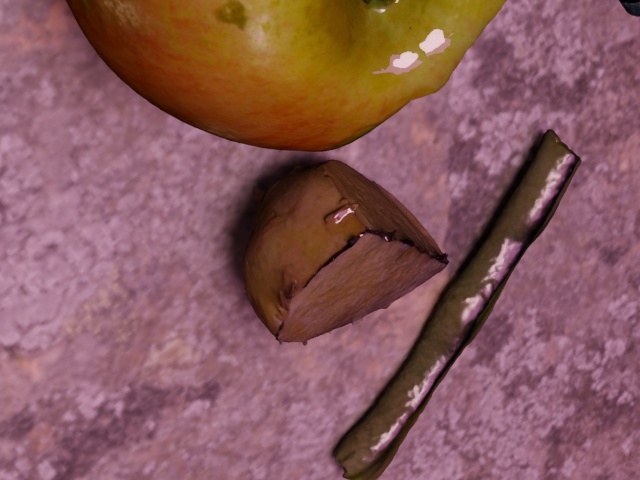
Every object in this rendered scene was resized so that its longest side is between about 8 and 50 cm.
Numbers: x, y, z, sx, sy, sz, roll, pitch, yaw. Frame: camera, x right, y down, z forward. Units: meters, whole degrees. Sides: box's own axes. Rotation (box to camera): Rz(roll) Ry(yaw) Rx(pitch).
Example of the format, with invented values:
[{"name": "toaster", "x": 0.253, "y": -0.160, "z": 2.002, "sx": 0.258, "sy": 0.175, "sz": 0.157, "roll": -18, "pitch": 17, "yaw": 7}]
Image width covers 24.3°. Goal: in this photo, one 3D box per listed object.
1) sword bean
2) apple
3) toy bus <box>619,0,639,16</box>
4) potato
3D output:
[{"name": "sword bean", "x": 0.093, "y": 0.048, "z": 0.992, "sx": 0.043, "sy": 0.038, "sz": 0.269, "roll": 31, "pitch": 93, "yaw": -44}, {"name": "apple", "x": -0.003, "y": -0.156, "z": 0.720, "sx": 0.246, "sy": 0.226, "sz": 0.246, "roll": -14, "pitch": 120, "yaw": -26}, {"name": "toy bus", "x": 0.226, "y": -0.198, "z": 0.874, "sx": 0.114, "sy": 0.201, "sz": 0.098, "roll": -51, "pitch": 128, "yaw": -14}, {"name": "potato", "x": 0.000, "y": 0.000, "z": 0.898, "sx": 0.100, "sy": 0.089, "sz": 0.172, "roll": -43, "pitch": 163, "yaw": 14}]
